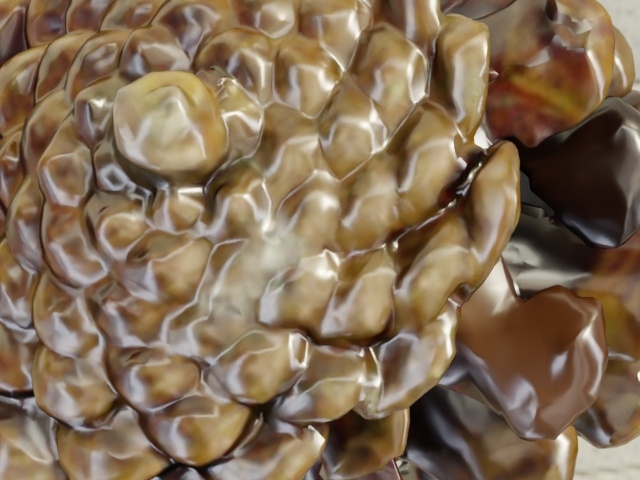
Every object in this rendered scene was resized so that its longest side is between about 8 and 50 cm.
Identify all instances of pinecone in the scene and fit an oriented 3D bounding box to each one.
[{"bbox_3d":[0.008,0.005,0.664,0.264,0.264,0.264,6,127,8],"label":"pinecone"}]
